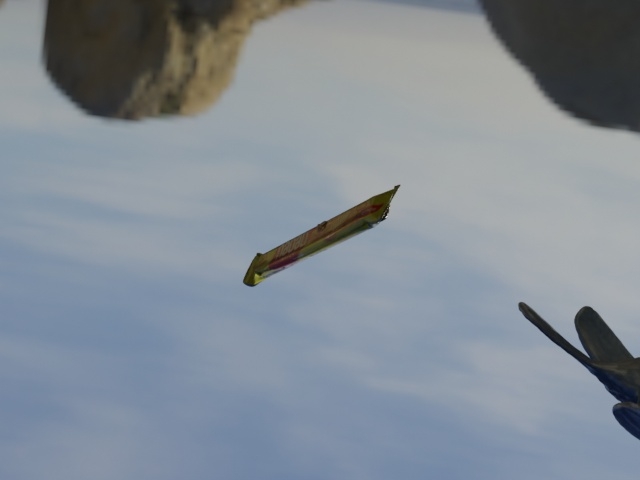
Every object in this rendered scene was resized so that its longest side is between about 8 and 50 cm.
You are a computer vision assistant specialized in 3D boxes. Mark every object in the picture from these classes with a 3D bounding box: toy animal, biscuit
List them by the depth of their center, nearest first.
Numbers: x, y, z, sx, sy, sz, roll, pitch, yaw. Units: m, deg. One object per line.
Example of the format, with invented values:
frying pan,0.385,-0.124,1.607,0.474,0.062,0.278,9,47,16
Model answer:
toy animal,0.253,0.116,1.267,0.255,0.176,0.239,12,-174,-2
biscuit,0.000,0.000,1.949,0.026,0.048,0.292,33,150,-20
